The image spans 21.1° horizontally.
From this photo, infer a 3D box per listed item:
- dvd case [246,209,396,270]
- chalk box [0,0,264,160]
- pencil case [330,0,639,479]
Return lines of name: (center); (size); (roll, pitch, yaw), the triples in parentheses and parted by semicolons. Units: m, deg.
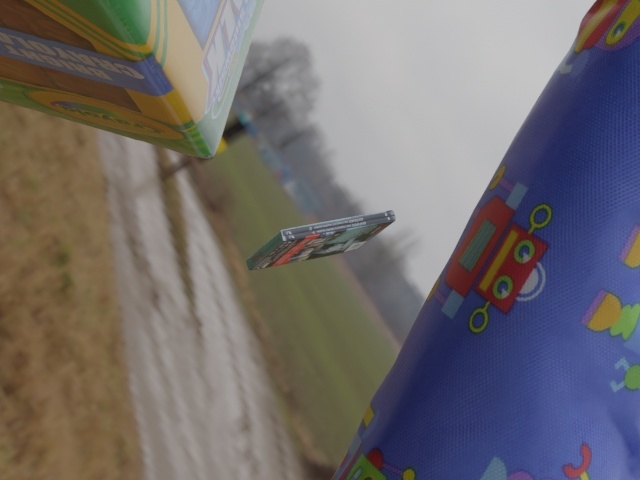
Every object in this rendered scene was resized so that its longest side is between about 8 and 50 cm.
dvd case: (0.000, 0.000, 1.585); (0.087, 0.119, 0.013); (-39, -116, 59)
chalk box: (-0.101, -0.145, 0.565); (0.180, 0.179, 0.289); (16, -9, 8)
pencil case: (0.110, 0.028, 0.670); (0.133, 0.306, 0.119); (25, 8, -31)
